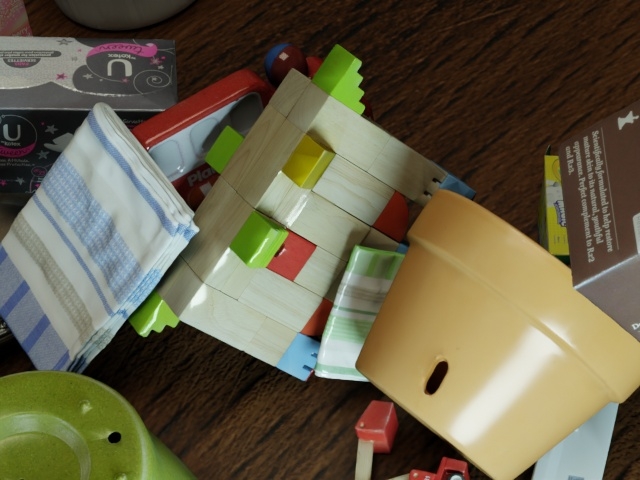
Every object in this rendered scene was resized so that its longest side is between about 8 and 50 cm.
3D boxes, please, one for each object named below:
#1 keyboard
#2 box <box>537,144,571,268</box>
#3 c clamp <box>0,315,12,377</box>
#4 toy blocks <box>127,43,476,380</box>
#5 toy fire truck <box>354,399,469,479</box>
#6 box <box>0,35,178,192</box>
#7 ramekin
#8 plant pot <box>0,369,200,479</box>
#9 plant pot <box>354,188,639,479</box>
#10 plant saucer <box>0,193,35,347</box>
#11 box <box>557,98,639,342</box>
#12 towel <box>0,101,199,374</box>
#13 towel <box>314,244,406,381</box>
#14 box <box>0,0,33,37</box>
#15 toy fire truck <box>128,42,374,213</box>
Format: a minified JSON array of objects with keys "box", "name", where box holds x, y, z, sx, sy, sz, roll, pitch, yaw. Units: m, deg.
[{"box":[0.256,0.259,1.649,0.072,0.014,0.256,11,52,14],"name":"keyboard"},{"box":[0.276,-0.017,1.821,0.043,0.105,0.179,1,49,2],"name":"box"},{"box":[-0.339,0.143,1.834,0.160,0.022,0.137,-33,80,-16],"name":"c clamp"},{"box":[0.000,0.000,1.763,0.381,0.261,0.191,-55,36,6],"name":"toy blocks"},{"box":[0.084,0.267,1.651,0.135,0.047,0.192,9,53,20],"name":"toy fire truck"},{"box":[-0.306,-0.163,1.998,0.247,0.142,0.163,1,42,-9],"name":"box"},{"box":[-0.284,-0.431,2.279,0.277,0.135,0.277,-6,49,7],"name":"ramekin"},{"box":[-0.234,0.312,1.471,0.366,0.353,0.366,-6,48,6],"name":"plant pot"},{"box":[0.174,0.115,1.625,0.291,0.291,0.203,35,85,34],"name":"plant pot"},{"box":[-0.437,0.035,1.959,0.310,0.050,0.311,-6,49,7],"name":"plant saucer"},{"box":[0.402,0.042,1.560,0.143,0.381,0.191,-28,40,30],"name":"box"},{"box":[-0.269,0.010,1.760,0.285,0.034,0.209,-50,61,23],"name":"towel"},{"box":[0.061,0.085,1.728,0.113,0.152,0.023,9,14,-35],"name":"towel"},{"box":[-0.542,-0.238,2.105,0.154,0.142,0.300,17,41,35],"name":"box"},{"box":[-0.069,-0.101,1.865,0.302,0.254,0.169,-30,51,-15],"name":"toy fire truck"}]
